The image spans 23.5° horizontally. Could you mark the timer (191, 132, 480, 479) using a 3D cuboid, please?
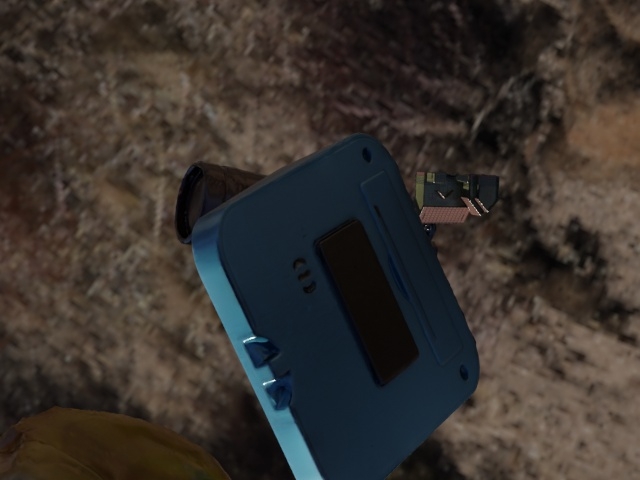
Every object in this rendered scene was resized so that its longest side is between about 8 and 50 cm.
[{"bbox_3d":[0.002,0.059,1.160,0.091,0.250,0.232,-20,97,33],"label":"timer"}]

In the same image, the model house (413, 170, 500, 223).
[{"bbox_3d":[0.149,-0.046,1.687,0.083,0.058,0.057,1,-177,-24],"label":"model house"}]

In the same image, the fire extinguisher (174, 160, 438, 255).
[{"bbox_3d":[0.000,0.000,1.790,0.341,0.105,0.141,13,125,-24],"label":"fire extinguisher"}]

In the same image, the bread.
[{"bbox_3d":[-0.251,0.383,1.656,0.361,0.394,0.250,23,173,-25],"label":"bread"}]
